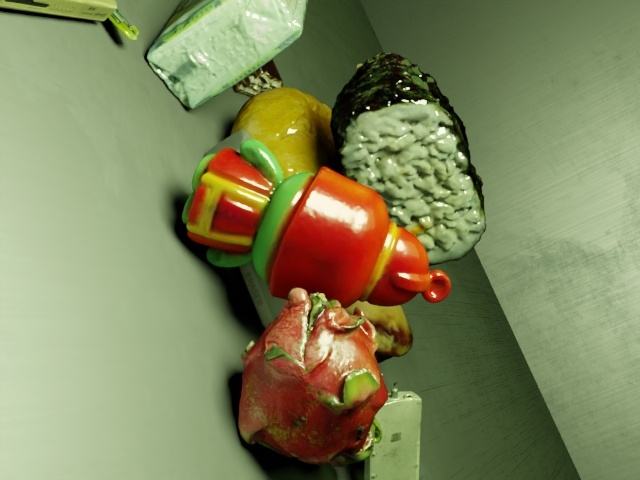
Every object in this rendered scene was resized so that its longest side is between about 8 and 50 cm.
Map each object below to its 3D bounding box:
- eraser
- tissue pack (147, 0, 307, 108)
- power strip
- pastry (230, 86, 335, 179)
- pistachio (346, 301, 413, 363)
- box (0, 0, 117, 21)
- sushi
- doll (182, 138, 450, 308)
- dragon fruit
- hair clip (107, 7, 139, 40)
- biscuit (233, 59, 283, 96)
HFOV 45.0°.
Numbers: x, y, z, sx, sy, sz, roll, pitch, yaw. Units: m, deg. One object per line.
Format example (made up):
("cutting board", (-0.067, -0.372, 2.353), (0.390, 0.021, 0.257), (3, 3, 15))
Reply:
("eraser", (-0.082, 0.002, 1.129), (0.351, 0.089, 0.061), (66, 21, 10))
("tissue pack", (-0.139, -0.368, 1.269), (0.128, 0.228, 0.310), (53, 20, -26))
("power strip", (0.102, 0.302, 1.100), (0.029, 0.080, 0.226), (-142, -131, -63))
("pastry", (-0.021, -0.101, 1.322), (0.356, 0.164, 0.356), (49, 27, -36))
("pistachio", (0.079, 0.144, 1.308), (0.165, 0.130, 0.210), (14, 12, -10))
("box", (-0.371, -0.370, 0.935), (0.210, 0.045, 0.270), (61, 19, -5))
("sushi", (0.141, -0.118, 1.227), (0.350, 0.211, 0.170), (52, 20, -36))
("doll", (0.000, 0.000, 1.006), (0.363, 0.182, 0.160), (21, 14, -3))
("dragon fruit", (0.010, 0.178, 0.969), (0.269, 0.198, 0.200), (33, 78, -52))
("hair clip", (-0.313, -0.361, 1.096), (0.188, 0.033, 0.060), (61, 16, 3))
("biscuit", (-0.158, -0.390, 1.493), (0.252, 0.070, 0.106), (65, 19, 9))
